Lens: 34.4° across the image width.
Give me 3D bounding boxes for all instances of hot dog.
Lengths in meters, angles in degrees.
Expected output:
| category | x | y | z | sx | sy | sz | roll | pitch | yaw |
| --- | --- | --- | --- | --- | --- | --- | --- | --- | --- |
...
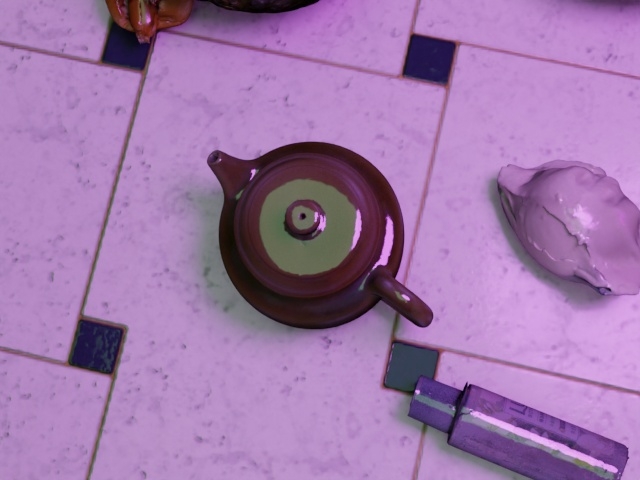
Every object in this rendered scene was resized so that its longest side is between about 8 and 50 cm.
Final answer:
| category | x | y | z | sx | sy | sz | roll | pitch | yaw |
| --- | --- | --- | --- | --- | --- | --- | --- | --- | --- |
| hot dog | -0.193 | -0.333 | 1.127 | 0.102 | 0.076 | 0.249 | -6 | 80 | 0 |

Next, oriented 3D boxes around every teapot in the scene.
| category | x | y | z | sx | sy | sz | roll | pitch | yaw |
| --- | --- | --- | --- | --- | --- | --- | --- | --- | --- |
| teapot | 0.000 | 0.000 | 1.011 | 0.268 | 0.175 | 0.185 | 36 | 87 | 9 |

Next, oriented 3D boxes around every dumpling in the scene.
| category | x | y | z | sx | sy | sz | roll | pitch | yaw |
| --- | --- | --- | --- | --- | --- | --- | --- | --- | --- |
| dumpling | 0.265 | -0.025 | 1.038 | 0.127 | 0.108 | 0.188 | -32 | 61 | -25 |

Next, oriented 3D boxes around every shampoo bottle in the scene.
| category | x | y | z | sx | sy | sz | roll | pitch | yaw |
| --- | --- | --- | --- | --- | --- | --- | --- | --- | --- |
| shampoo bottle | 0.191 | 0.192 | 1.019 | 0.214 | 0.072 | 0.072 | 21 | 83 | 7 |

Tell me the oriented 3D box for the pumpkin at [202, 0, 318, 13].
| category | x | y | z | sx | sy | sz | roll | pitch | yaw |
| --- | --- | --- | --- | --- | --- | --- | --- | --- | --- |
| pumpkin | -0.075 | -0.381 | 1.044 | 0.320 | 0.192 | 0.320 | 7 | 72 | -22 |
